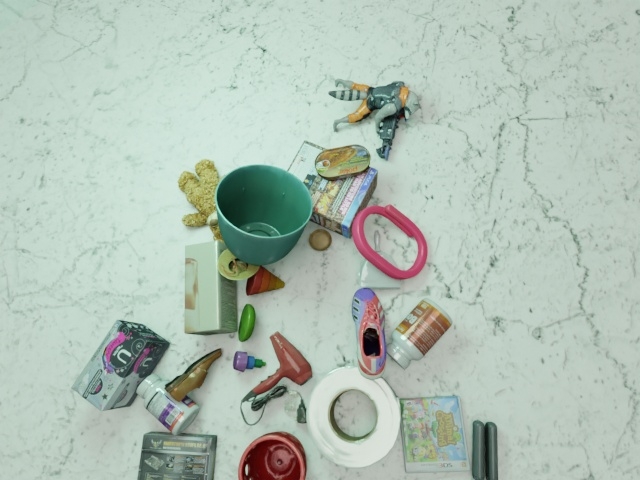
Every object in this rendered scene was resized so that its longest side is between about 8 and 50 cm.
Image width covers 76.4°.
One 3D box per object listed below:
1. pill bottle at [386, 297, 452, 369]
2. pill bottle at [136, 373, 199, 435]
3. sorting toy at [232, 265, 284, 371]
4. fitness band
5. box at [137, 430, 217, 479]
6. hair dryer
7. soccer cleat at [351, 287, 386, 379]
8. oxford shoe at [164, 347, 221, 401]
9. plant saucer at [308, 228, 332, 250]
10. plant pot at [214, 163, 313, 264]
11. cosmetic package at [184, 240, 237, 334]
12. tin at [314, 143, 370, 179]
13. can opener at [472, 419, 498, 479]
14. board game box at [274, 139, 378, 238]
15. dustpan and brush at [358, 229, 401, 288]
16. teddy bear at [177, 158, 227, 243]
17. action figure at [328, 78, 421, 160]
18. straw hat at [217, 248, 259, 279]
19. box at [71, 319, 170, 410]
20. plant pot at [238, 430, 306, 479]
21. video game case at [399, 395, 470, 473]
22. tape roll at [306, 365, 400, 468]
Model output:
[{"bbox_3d":[0.306,0.299,1.295,0.121,0.121,0.216,43,82,15],"label":"pill bottle"},{"bbox_3d":[-0.498,0.524,1.318,0.193,0.108,0.108,35,80,14],"label":"pill bottle"},{"bbox_3d":[-0.201,0.262,1.386,0.126,0.127,0.365,13,77,-21],"label":"sorting toy"},{"bbox_3d":[0.235,0.004,1.369,0.291,0.054,0.209,37,66,-14],"label":"fitness band"},{"bbox_3d":[-0.454,0.711,1.287,0.231,0.056,0.183,0,73,5],"label":"box"},{"bbox_3d":[-0.137,0.440,1.307,0.224,0.080,0.293,5,72,-6],"label":"hair dryer"},{"bbox_3d":[0.156,0.264,1.274,0.109,0.116,0.318,0,47,1],"label":"soccer cleat"},{"bbox_3d":[-0.400,0.437,1.332,0.212,0.076,0.076,-40,95,-36],"label":"oxford shoe"},{"bbox_3d":[0.000,0.000,1.468,0.083,0.015,0.083,-1,74,5],"label":"plant saucer"},{"bbox_3d":[-0.190,-0.056,1.304,0.293,0.235,0.293,8,52,-10],"label":"plant pot"},{"bbox_3d":[-0.371,0.165,1.384,0.129,0.153,0.296,-8,72,11],"label":"cosmetic package"},{"bbox_3d":[0.075,-0.263,1.379,0.190,0.040,0.106,-10,69,3],"label":"tin"},{"bbox_3d":[0.485,0.680,1.180,0.076,0.095,0.283,4,75,6],"label":"can opener"},{"bbox_3d":[0.025,-0.181,1.452,0.291,0.141,0.232,25,78,12],"label":"board game box"},{"bbox_3d":[0.203,0.062,1.416,0.147,0.060,0.211,2,80,-6],"label":"dustpan and brush"},{"bbox_3d":[-0.414,-0.153,1.506,0.245,0.113,0.338,-16,73,3],"label":"teddy bear"},{"bbox_3d":[0.204,-0.480,1.509,0.330,0.178,0.341,1,72,16],"label":"action figure"},{"bbox_3d":[-0.275,0.092,1.355,0.145,0.061,0.144,8,46,-9],"label":"straw hat"},{"bbox_3d":[-0.647,0.408,1.338,0.142,0.163,0.247,27,79,14],"label":"box"},{"bbox_3d":[-0.129,0.665,1.206,0.191,0.174,0.191,-2,74,6],"label":"plant pot"},{"bbox_3d":[0.347,0.596,1.256,0.193,0.023,0.212,-5,73,4],"label":"video game case"},{"bbox_3d":[0.104,0.532,1.249,0.286,0.100,0.286,-3,71,10],"label":"tape roll"}]
